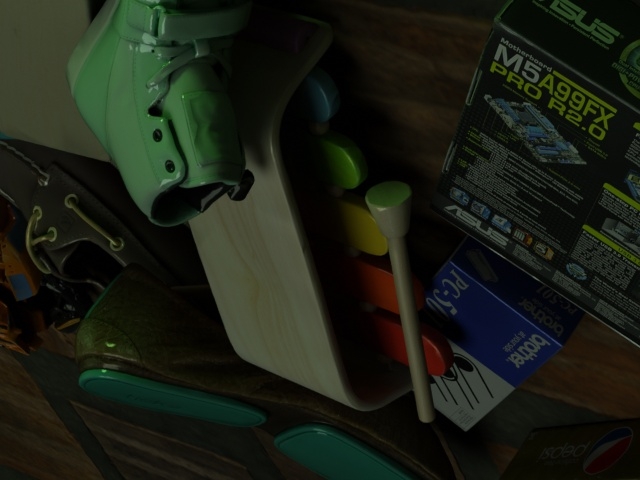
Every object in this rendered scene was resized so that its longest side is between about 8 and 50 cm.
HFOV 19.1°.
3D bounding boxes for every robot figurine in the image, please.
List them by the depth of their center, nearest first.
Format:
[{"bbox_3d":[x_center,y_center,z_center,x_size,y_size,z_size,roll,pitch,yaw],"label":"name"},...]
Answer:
[{"bbox_3d":[-0.327,0.010,1.757,0.211,0.085,0.291,17,152,18],"label":"robot figurine"}]

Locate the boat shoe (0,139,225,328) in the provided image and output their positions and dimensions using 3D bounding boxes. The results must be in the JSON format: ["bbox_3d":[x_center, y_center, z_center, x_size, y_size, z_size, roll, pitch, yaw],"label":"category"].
[{"bbox_3d":[-0.180,-0.006,1.553,0.324,0.096,0.116,34,154,10],"label":"boat shoe"}]

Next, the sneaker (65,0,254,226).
[{"bbox_3d":[-0.063,-0.118,1.129,0.151,0.094,0.256,61,142,25],"label":"sneaker"}]

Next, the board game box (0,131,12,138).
[{"bbox_3d":[-0.364,-0.198,1.509,0.336,0.079,0.253,5,138,50],"label":"board game box"}]

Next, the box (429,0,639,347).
[{"bbox_3d":[0.203,-0.015,1.085,0.270,0.060,0.216,34,153,11],"label":"box"}]

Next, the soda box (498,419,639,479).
[{"bbox_3d":[0.207,0.173,1.377,0.058,0.061,0.181,46,154,-14],"label":"soda box"}]

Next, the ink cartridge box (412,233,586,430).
[{"bbox_3d":[0.108,0.064,1.350,0.097,0.046,0.207,37,154,2],"label":"ink cartridge box"}]

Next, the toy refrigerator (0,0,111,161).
[{"bbox_3d":[-0.166,-0.173,1.245,0.094,0.102,0.269,14,149,8],"label":"toy refrigerator"}]

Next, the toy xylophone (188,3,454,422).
[{"bbox_3d":[0.000,0.000,1.282,0.236,0.081,0.322,27,143,34],"label":"toy xylophone"}]

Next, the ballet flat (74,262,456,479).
[{"bbox_3d":[-0.025,0.105,1.469,0.342,0.124,0.116,23,158,-20],"label":"ballet flat"}]
